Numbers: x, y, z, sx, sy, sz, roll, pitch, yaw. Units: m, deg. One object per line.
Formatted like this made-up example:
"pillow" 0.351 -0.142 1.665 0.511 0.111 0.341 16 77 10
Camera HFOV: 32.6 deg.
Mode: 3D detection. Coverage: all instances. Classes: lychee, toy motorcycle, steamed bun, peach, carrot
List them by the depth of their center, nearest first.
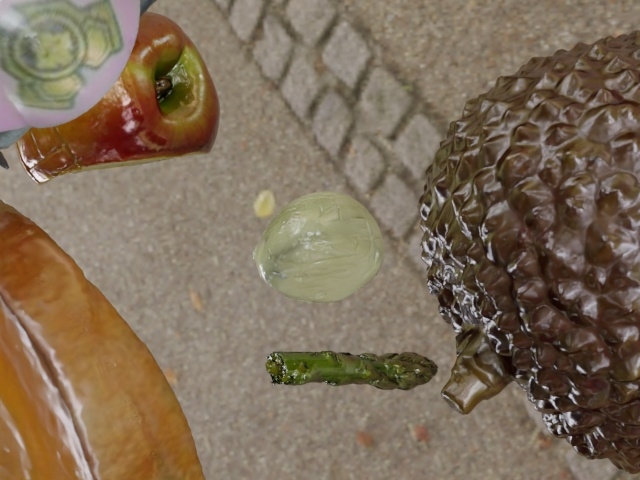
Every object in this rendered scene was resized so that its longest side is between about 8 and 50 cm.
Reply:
"toy motorcycle" -0.157 -0.130 0.542 0.188 0.143 0.327 40 -175 -1
"lychee" 0.190 -0.001 0.683 0.275 0.304 0.276 50 170 12
"carrot" -0.199 0.111 0.720 0.258 0.100 0.307 6 123 38
"steamed bun" 0.000 0.000 1.096 0.112 0.130 0.091 -49 45 38
"peach" -0.280 -0.178 1.450 0.275 0.249 0.245 -19 62 32

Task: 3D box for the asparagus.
"asparagus" 0.031 0.099 0.835 0.036 0.165 0.030 -42 54 37
